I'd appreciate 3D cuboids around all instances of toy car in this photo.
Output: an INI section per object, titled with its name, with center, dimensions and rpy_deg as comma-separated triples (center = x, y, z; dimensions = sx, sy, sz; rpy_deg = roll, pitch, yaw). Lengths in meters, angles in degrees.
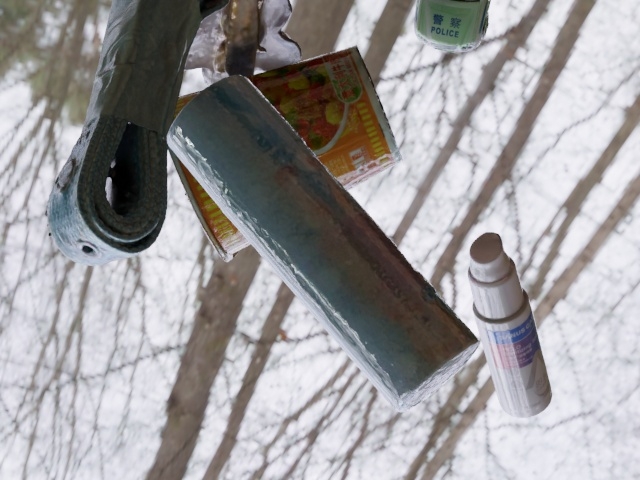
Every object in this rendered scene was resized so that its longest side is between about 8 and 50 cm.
[toy car]
center = 0.167, -0.337, 1.630
dimensions = 0.090, 0.224, 0.076
rpy_deg = 12, -168, 10

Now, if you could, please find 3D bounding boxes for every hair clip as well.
[hair clip]
center = -0.079, -0.244, 1.352
dimensions = 0.146, 0.257, 0.075
rpy_deg = 3, -143, -10

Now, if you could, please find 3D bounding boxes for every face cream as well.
[face cream]
center = 0.108, 0.049, 0.790
dimensions = 0.034, 0.130, 0.034
rpy_deg = -12, -140, 10

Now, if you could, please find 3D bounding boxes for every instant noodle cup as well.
[instant noodle cup]
center = -0.030, -0.087, 1.227
dimensions = 0.185, 0.168, 0.168
rpy_deg = -22, -124, 4

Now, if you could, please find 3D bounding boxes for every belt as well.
[belt]
center = -0.149, -0.122, 1.130
dimensions = 0.087, 0.072, 0.302
rpy_deg = 26, -117, -27

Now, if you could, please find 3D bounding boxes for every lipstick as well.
[lipstick]
center = 0.000, 0.000, 0.582
dimensions = 0.048, 0.048, 0.158
rpy_deg = -28, -110, -39
